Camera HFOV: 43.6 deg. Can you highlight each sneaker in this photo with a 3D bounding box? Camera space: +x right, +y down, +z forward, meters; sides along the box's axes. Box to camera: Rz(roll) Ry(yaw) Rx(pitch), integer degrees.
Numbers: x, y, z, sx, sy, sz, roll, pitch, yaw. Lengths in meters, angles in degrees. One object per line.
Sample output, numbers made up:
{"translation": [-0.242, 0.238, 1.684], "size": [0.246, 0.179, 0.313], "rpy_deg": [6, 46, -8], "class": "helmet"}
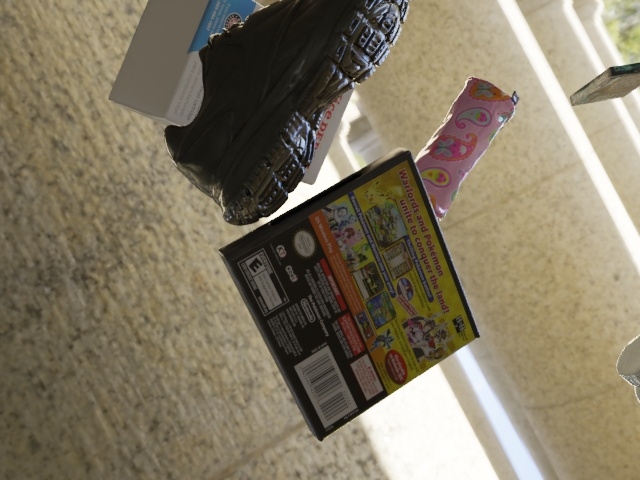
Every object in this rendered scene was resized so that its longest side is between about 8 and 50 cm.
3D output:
{"translation": [-0.031, -0.157, 0.677], "size": [0.286, 0.130, 0.109], "rpy_deg": [-54, 161, 0], "class": "sneaker"}

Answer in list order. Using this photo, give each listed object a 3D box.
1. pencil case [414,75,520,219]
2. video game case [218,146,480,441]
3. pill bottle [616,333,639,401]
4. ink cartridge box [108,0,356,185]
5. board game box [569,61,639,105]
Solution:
{"translation": [0.261, -0.175, 1.533], "size": [0.284, 0.124, 0.124], "rpy_deg": [-55, -178, -6], "class": "pencil case"}
{"translation": [0.046, 0.067, 0.953], "size": [0.248, 0.274, 0.035], "rpy_deg": [-30, -156, -14], "class": "video game case"}
{"translation": [0.565, 0.234, 1.233], "size": [0.117, 0.208, 0.117], "rpy_deg": [-50, -172, 10], "class": "pill bottle"}
{"translation": [-0.122, -0.230, 1.171], "size": [0.270, 0.198, 0.197], "rpy_deg": [21, -177, -40], "class": "ink cartridge box"}
{"translation": [0.620, -0.330, 1.676], "size": [0.126, 0.026, 0.186], "rpy_deg": [-10, 173, -9], "class": "board game box"}
